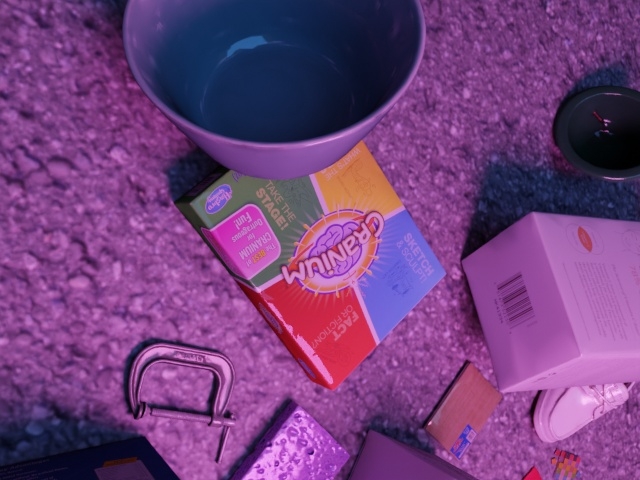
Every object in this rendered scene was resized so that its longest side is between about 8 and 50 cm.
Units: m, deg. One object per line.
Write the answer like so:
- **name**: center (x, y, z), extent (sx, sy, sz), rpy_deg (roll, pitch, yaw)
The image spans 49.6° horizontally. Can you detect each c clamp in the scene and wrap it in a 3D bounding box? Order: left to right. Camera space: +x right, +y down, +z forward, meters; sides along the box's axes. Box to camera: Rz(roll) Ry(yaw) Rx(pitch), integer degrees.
- **c clamp**: center (-0.169, 0.200, 0.863), extent (0.160, 0.022, 0.137), rpy_deg (23, 83, -29)

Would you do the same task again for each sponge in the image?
- **sponge**: center (-0.063, 0.334, 0.926), extent (0.210, 0.031, 0.117), rpy_deg (-49, 114, -16)

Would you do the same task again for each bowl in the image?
- **bowl**: center (-0.051, -0.193, 0.781), extent (0.311, 0.163, 0.312), rpy_deg (1, 65, -3)

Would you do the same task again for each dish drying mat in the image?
- **dish drying mat**: center (0.343, 0.422, 1.169), extent (0.083, 0.008, 0.032), rpy_deg (-39, 110, -21)

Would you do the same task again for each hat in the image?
- **hat**: center (0.501, -0.150, 1.207), extent (0.208, 0.183, 0.173), rpy_deg (15, 76, 13)

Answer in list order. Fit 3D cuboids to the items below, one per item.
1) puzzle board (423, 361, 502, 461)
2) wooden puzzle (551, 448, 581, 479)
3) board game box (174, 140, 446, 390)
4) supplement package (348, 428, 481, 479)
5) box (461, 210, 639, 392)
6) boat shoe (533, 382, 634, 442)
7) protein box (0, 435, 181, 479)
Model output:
- **puzzle board**: center (0.225, 0.269, 1.092), extent (0.096, 0.011, 0.128), rpy_deg (46, 73, -25)
- **wooden puzzle**: center (0.433, 0.399, 1.218), extent (0.083, 0.006, 0.049), rpy_deg (25, 82, -28)
- **board game box**: center (0.000, 0.000, 0.918), extent (0.242, 0.064, 0.317), rpy_deg (-43, 112, -19)
- **supplement package**: center (0.119, 0.426, 0.934), extent (0.145, 0.204, 0.262), rpy_deg (28, 80, -27)
- **box**: center (0.421, 0.096, 1.054), extent (0.345, 0.168, 0.215), rpy_deg (3, 62, -28)
- **boat shoe**: center (0.475, 0.244, 1.179), extent (0.277, 0.096, 0.098), rpy_deg (-38, 110, -22)
- **protein box**: center (-0.250, 0.319, 0.724), extent (0.199, 0.201, 0.136), rpy_deg (-5, 96, -28)
